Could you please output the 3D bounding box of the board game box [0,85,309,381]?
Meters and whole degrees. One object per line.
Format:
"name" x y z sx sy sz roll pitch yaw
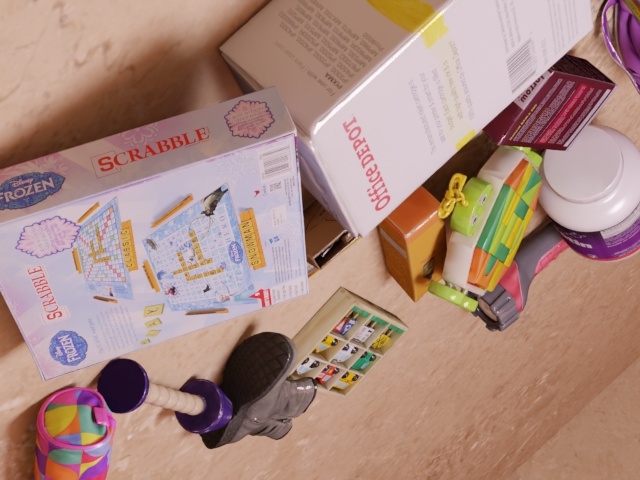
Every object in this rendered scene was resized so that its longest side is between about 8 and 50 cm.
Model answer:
"board game box" -0.175 0.003 1.347 0.318 0.066 0.318 -18 149 -10

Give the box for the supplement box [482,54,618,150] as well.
"supplement box" 0.321 -0.201 1.865 0.130 0.073 0.239 -54 154 21

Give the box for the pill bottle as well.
"pill bottle" 0.464 -0.083 2.190 0.181 0.181 0.323 -47 155 3

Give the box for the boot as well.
"boot" -0.067 0.213 1.912 0.161 0.083 0.246 -3 141 -42

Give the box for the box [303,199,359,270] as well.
"box" 0.029 -0.037 1.627 0.164 0.021 0.201 -41 -164 -6

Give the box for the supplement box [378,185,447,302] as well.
"supplement box" 0.139 0.002 1.939 0.078 0.080 0.233 -39 153 -12

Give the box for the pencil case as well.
"pencil case" -0.313 0.287 1.648 0.104 0.104 0.236 -29 151 -32

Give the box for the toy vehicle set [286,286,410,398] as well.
"toy vehicle set" 0.036 0.169 2.081 0.166 0.035 0.267 -48 155 6

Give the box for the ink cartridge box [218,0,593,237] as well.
"ink cartridge box" 0.106 -0.224 1.442 0.385 0.160 0.279 -43 154 -7

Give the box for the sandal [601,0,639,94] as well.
"sandal" 0.478 -0.294 1.924 0.102 0.169 0.416 -44 143 -11

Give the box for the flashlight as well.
"flashlight" 0.404 0.041 2.379 0.304 0.103 0.103 -37 153 -17

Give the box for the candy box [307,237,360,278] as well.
"candy box" 0.000 0.000 1.779 0.206 0.027 0.105 -38 151 -17

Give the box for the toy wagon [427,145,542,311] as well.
"toy wagon" 0.246 -0.029 1.942 0.267 0.068 0.344 -66 162 0

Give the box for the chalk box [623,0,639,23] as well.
"chalk box" 0.388 -0.358 1.437 0.179 0.180 0.289 -36 169 7

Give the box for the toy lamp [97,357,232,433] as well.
"toy lamp" -0.195 0.213 1.739 0.080 0.080 0.275 -48 156 5
